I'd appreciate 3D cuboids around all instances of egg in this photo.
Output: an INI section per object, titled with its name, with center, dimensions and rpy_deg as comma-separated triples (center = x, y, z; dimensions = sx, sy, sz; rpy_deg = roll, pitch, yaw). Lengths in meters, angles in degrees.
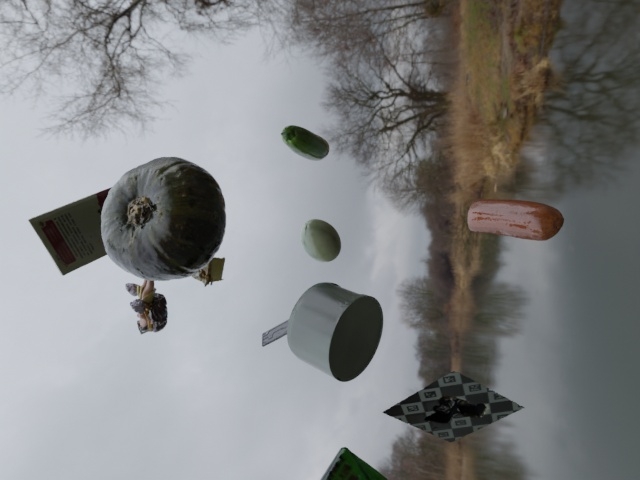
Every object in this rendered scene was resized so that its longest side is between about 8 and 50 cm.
[egg]
center = 0.000, 0.000, 1.237
dimensions = 0.152, 0.114, 0.114
rpy_deg = 51, -141, -31

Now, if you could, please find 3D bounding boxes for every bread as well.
[bread]
center = -0.515, 0.125, 1.827
dimensions = 0.147, 0.152, 0.127
rpy_deg = -3, -76, -68

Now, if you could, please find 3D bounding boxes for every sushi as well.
[sushi]
center = 0.299, 0.370, 0.941
dimensions = 0.219, 0.232, 0.047
rpy_deg = -46, 25, 31

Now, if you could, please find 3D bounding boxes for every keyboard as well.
[keyboard]
center = -0.141, 0.308, 1.374
dimensions = 0.010, 0.155, 0.053
rpy_deg = 37, -147, -37

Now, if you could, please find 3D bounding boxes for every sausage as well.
[sausage]
center = 0.566, -0.064, 1.193
dimensions = 0.114, 0.259, 0.113
rpy_deg = -7, -78, -35

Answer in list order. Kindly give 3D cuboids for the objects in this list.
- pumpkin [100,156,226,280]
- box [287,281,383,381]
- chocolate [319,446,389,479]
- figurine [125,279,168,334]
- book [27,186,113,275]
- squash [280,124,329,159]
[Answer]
[pumpkin]
center = -0.268, -0.036, 0.710
dimensions = 0.157, 0.224, 0.223
rpy_deg = 42, -127, -69
[box]
center = 0.041, 0.233, 1.075
dimensions = 0.226, 0.150, 0.225
rpy_deg = -18, -65, -45
[chocolate]
center = 0.086, 0.711, 0.865
dimensions = 0.360, 0.342, 0.161
rpy_deg = -45, -28, -35
[figurine]
center = -0.604, 0.215, 1.432
dimensions = 0.116, 0.175, 0.239
rpy_deg = -18, -61, -25
[book]
center = -0.600, -0.031, 1.073
dimensions = 0.232, 0.022, 0.162
rpy_deg = -32, -65, -31
[squash]
center = -0.036, -0.292, 1.253
dimensions = 0.292, 0.082, 0.082
rpy_deg = -9, -79, -70
